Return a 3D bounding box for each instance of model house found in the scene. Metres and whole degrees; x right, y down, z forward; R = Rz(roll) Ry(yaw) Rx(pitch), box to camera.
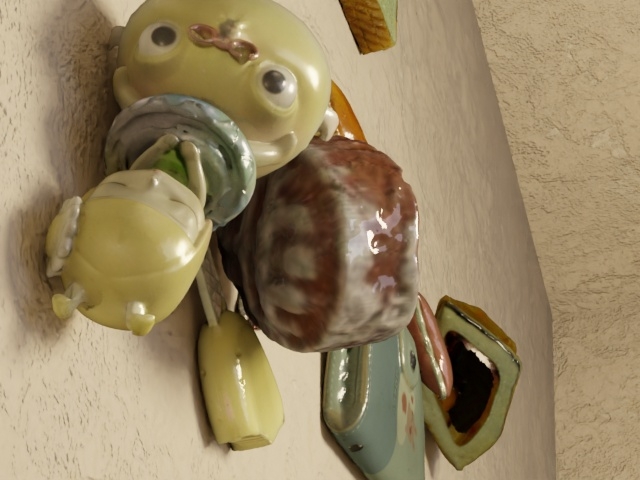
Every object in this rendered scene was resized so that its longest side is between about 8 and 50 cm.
[{"bbox_3d":[0.239,0.229,2.417,0.239,0.173,0.268,-86,-164,-79],"label":"model house"}]

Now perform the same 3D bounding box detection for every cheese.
[{"bbox_3d":[-0.099,0.098,1.414,0.127,0.050,0.255,-60,137,-64],"label":"cheese"}]

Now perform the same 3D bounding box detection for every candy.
[{"bbox_3d":[0.000,0.000,1.410,0.289,0.157,0.214,21,-67,61],"label":"candy"}]

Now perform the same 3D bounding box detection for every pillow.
[{"bbox_3d":[0.149,0.152,2.201,0.171,0.075,0.179,-137,-153,-80],"label":"pillow"}]

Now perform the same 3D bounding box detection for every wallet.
[{"bbox_3d":[0.089,0.221,1.974,0.360,0.083,0.252,60,31,-56],"label":"wallet"}]

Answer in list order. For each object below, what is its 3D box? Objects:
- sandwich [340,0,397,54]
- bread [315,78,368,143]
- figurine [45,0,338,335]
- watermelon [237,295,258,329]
[{"bbox_3d":[0.079,-0.437,2.342,0.186,0.065,0.214,65,22,-45],"label":"sandwich"},{"bbox_3d":[0.004,-0.078,1.687,0.179,0.133,0.250,-104,174,-61],"label":"bread"},{"bbox_3d":[-0.125,-0.044,1.221,0.394,0.227,0.274,-70,176,-50],"label":"figurine"},{"bbox_3d":[-0.054,0.058,1.616,0.158,0.121,0.098,-19,83,-31],"label":"watermelon"}]
